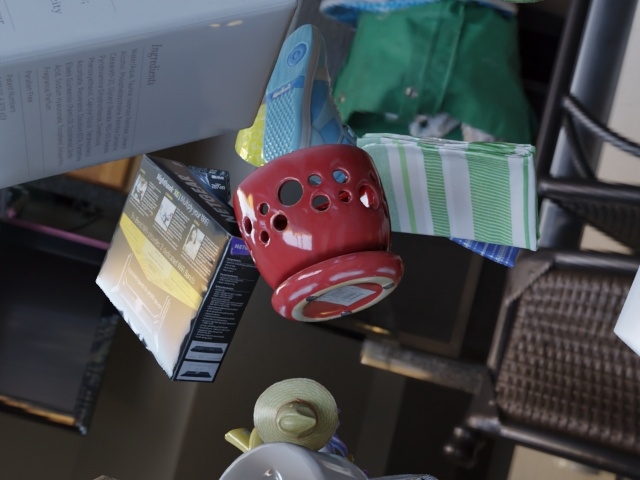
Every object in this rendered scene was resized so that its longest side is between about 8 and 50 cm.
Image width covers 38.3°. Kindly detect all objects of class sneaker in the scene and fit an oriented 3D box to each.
[{"bbox_3d":[0.001,-0.247,1.791,0.208,0.319,0.127,25,153,-37],"label":"sneaker"}]

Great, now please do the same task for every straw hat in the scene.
[{"bbox_3d":[-0.040,0.302,1.542,0.144,0.144,0.061,15,179,-2],"label":"straw hat"}]

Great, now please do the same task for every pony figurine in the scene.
[{"bbox_3d":[0.015,0.500,1.870,0.351,0.303,0.363,-8,-129,-27],"label":"pony figurine"}]

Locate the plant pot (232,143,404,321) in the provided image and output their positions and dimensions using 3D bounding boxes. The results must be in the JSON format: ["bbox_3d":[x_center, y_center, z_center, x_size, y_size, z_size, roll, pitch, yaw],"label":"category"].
[{"bbox_3d":[0.000,0.000,1.149,0.191,0.174,0.191,-14,159,-6],"label":"plant pot"}]

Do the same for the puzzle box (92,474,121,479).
[{"bbox_3d":[-0.155,0.500,1.252,0.409,0.272,0.052,8,-170,24],"label":"puzzle box"}]

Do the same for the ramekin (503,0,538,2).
[{"bbox_3d":[0.376,-0.615,1.917,0.303,0.148,0.303,8,-144,-6],"label":"ramekin"}]

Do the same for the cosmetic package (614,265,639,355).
[{"bbox_3d":[0.656,0.100,1.554,0.224,0.224,0.138,10,-161,-18],"label":"cosmetic package"}]

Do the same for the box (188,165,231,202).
[{"bbox_3d":[-0.220,-0.111,1.816,0.083,0.018,0.067,10,131,10],"label":"box"}]

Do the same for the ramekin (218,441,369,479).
[{"bbox_3d":[-0.055,0.450,1.437,0.277,0.277,0.135,11,161,42],"label":"ramekin"}]

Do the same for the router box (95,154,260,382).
[{"bbox_3d":[-0.224,0.037,1.438,0.081,0.243,0.309,10,-159,-41],"label":"router box"}]

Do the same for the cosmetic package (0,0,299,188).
[{"bbox_3d":[-0.290,-0.313,1.189,0.393,0.329,0.327,-16,163,-20],"label":"cosmetic package"}]

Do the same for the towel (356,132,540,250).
[{"bbox_3d":[0.238,-0.089,1.698,0.325,0.038,0.248,7,137,24],"label":"towel"}]

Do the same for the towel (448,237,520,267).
[{"bbox_3d":[0.300,-0.090,2.018,0.336,0.243,0.040,27,133,7],"label":"towel"}]

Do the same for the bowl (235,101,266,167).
[{"bbox_3d":[-0.063,-0.288,2.314,0.289,0.156,0.289,8,-153,-4],"label":"bowl"}]
